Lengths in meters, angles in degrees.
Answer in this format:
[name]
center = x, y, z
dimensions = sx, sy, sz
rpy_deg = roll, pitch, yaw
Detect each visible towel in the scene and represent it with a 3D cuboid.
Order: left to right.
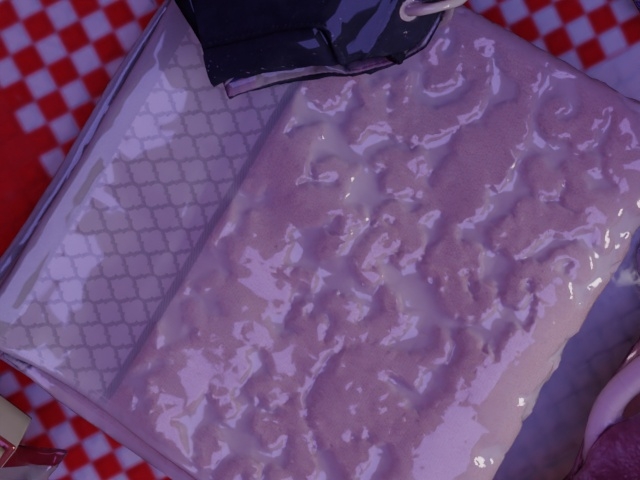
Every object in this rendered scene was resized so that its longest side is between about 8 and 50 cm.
[towel]
center = 0.000, 0.000, 1.173
dimensions = 0.317, 0.053, 0.332
rpy_deg = 31, 90, 6

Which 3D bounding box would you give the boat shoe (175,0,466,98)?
[boat shoe]
center = 0.070, -0.183, 1.108
dimensions = 0.340, 0.127, 0.158
rpy_deg = -14, 85, 10

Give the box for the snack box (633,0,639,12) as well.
[snack box]
center = 0.234, -0.209, 1.204
dimensions = 0.141, 0.037, 0.100
rpy_deg = -37, 107, -11

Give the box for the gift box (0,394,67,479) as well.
[gift box]
center = -0.312, 0.140, 1.119
dimensions = 0.255, 0.258, 0.276
rpy_deg = 42, 107, -9

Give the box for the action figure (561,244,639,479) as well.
[action figure]
center = 0.156, 0.188, 1.180
dimensions = 0.370, 0.248, 0.276
rpy_deg = -29, 101, -2
